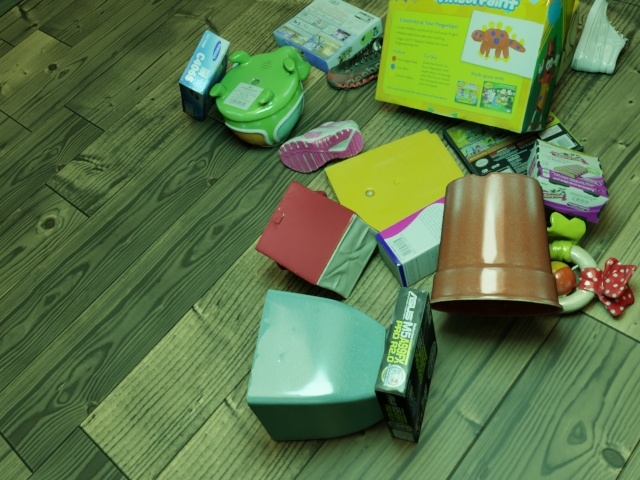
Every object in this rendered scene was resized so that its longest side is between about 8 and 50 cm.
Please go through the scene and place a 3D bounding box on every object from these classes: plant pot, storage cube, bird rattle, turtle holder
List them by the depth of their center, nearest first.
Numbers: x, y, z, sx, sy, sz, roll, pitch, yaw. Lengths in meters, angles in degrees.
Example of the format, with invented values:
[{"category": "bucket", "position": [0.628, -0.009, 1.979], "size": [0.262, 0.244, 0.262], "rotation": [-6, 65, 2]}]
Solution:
[{"category": "plant pot", "position": [0.016, 0.268, 1.328], "size": [0.252, 0.248, 0.247], "rotation": [1, 56, 13]}, {"category": "plant pot", "position": [0.362, 0.012, 1.345], "size": [0.272, 0.272, 0.265], "rotation": [0, 77, 15]}, {"category": "bird rattle", "position": [0.552, 0.077, 1.421], "size": [0.206, 0.143, 0.254], "rotation": [-35, 67, 3]}, {"category": "storage cube", "position": [0.000, 0.000, 1.522], "size": [0.193, 0.183, 0.215], "rotation": [30, 88, 30]}, {"category": "turtle holder", "position": [-0.161, -0.420, 1.863], "size": [0.243, 0.227, 0.321], "rotation": [-5, 54, 13]}]

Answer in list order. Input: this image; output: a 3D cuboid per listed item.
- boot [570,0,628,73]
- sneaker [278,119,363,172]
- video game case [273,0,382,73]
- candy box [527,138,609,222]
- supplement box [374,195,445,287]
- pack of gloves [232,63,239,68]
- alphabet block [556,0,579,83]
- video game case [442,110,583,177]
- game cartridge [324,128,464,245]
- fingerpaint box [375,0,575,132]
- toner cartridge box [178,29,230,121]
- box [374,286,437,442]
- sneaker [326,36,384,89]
[{"category": "boot", "position": [0.800, -0.571, 1.808], "size": [0.123, 0.095, 0.258], "rotation": [18, 71, 19]}, {"category": "sneaker", "position": [0.006, -0.268, 1.799], "size": [0.252, 0.103, 0.111], "rotation": [-10, 30, 18]}, {"category": "video game case", "position": [0.023, -0.679, 2.098], "size": [0.244, 0.061, 0.269], "rotation": [-41, 56, -16]}, {"category": "candy box", "position": [0.567, -0.144, 1.489], "size": [0.159, 0.071, 0.233], "rotation": [18, 32, 6]}, {"category": "supplement box", "position": [0.257, -0.001, 1.530], "size": [0.220, 0.114, 0.111], "rotation": [-29, 53, -5]}, {"category": "pack of gloves", "position": [-0.185, -0.498, 2.052], "size": [0.194, 0.046, 0.232], "rotation": [-2, 58, 0]}, {"category": "alphabet block", "position": [0.578, -0.543, 1.770], "size": [0.193, 0.197, 0.192], "rotation": [23, 64, 28]}, {"category": "video game case", "position": [0.500, -0.261, 1.695], "size": [0.274, 0.035, 0.248], "rotation": [-24, 54, -1]}, {"category": "game cartridge", "position": [0.204, -0.139, 1.685], "size": [0.323, 0.053, 0.285], "rotation": [-20, 53, -3]}, {"category": "fingerpaint box", "position": [0.384, -0.507, 1.651], "size": [0.444, 0.371, 0.163], "rotation": [22, 25, 37]}, {"category": "toner cartridge box", "position": [-0.336, -0.466, 1.863], "size": [0.075, 0.348, 0.165], "rotation": [26, 85, -9]}, {"category": "box", "position": [0.176, 0.252, 1.276], "size": [0.060, 0.270, 0.216], "rotation": [8, 58, 19]}, {"category": "sneaker", "position": [0.144, -0.537, 1.922], "size": [0.275, 0.135, 0.098], "rotation": [-11, 56, 9]}]
